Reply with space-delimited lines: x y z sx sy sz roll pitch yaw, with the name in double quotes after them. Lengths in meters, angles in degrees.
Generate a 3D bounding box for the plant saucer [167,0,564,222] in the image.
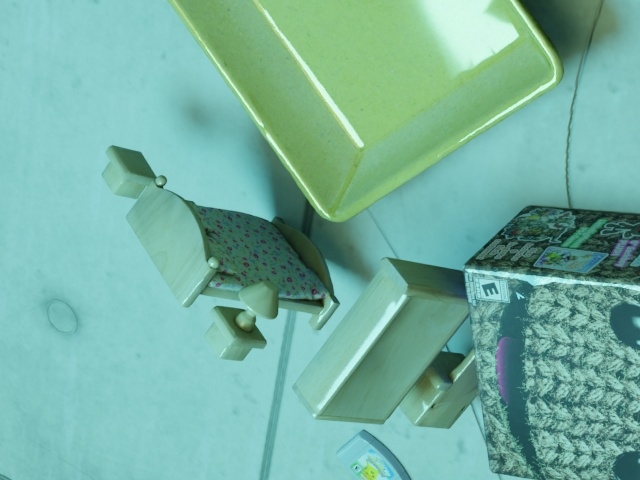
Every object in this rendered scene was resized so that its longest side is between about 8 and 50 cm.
0.039 -0.227 1.801 0.332 0.081 0.333 -33 94 40 "plant saucer"

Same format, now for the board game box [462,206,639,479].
0.304 0.109 1.765 0.291 0.141 0.232 5 117 32 "board game box"

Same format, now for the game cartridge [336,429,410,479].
0.061 0.252 2.088 0.083 0.017 0.056 47 127 3 "game cartridge"

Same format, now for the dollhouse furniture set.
0.000 0.000 1.909 0.174 0.303 0.355 -53 51 22 "dollhouse furniture set"
